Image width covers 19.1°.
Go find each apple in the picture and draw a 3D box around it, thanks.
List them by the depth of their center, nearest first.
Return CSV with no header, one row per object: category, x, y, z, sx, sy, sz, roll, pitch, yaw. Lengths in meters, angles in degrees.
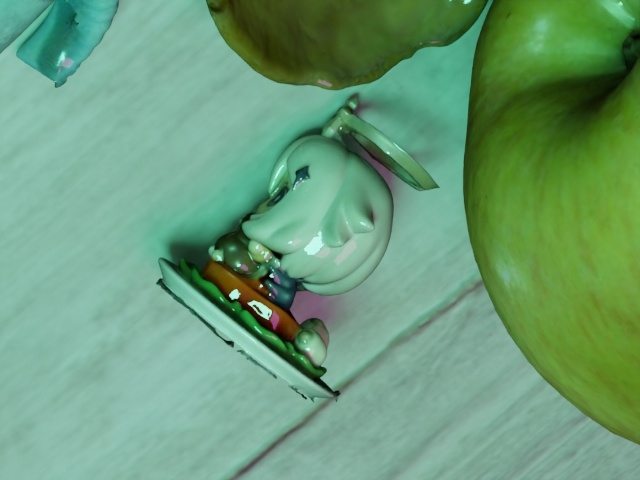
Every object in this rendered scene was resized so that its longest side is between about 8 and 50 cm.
apple,0.262,-0.061,0.985,0.346,0.391,0.391,20,116,-32

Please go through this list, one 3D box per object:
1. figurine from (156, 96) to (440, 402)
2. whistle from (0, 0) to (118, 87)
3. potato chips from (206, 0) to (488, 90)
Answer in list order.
figurine,0.000,0.000,1.088,0.153,0.132,0.132,-52,132,0
whistle,-0.142,-0.153,0.897,0.274,0.093,0.186,-43,159,15
potato chips,0.017,-0.171,0.974,0.208,0.062,0.195,10,117,-47
